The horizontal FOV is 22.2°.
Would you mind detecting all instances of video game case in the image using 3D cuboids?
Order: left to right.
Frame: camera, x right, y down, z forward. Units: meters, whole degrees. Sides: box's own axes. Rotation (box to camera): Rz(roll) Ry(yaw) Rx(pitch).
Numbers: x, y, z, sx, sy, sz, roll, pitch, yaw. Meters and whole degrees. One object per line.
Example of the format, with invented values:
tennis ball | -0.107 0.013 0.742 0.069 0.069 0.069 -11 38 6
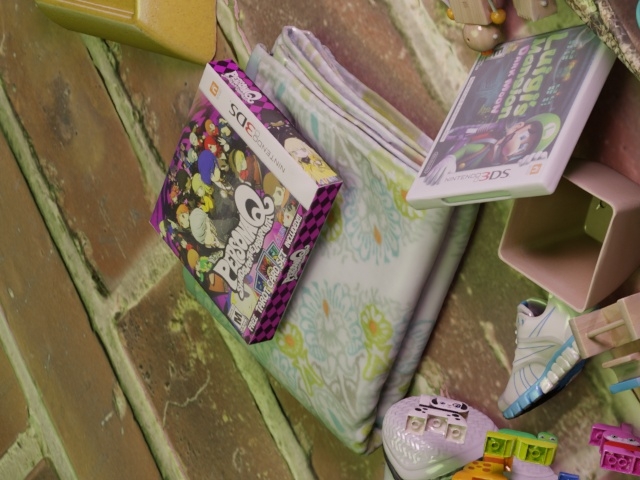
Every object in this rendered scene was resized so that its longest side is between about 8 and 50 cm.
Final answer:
video game case | -0.085 -0.040 1.751 0.210 0.042 0.232 50 133 29
video game case | 0.176 -0.113 1.474 0.173 0.190 0.022 -6 138 50

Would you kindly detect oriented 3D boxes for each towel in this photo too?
towel | 0.000 0.000 1.762 0.320 0.090 0.374 44 131 34

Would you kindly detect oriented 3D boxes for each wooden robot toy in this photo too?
wooden robot toy | 0.161 -0.213 1.531 0.173 0.076 0.079 15 127 47

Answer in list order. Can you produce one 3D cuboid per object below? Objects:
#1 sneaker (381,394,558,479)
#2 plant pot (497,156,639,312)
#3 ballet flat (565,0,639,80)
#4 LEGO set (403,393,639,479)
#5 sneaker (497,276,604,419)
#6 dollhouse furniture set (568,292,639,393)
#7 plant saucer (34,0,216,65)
sneaker | 0.178 0.327 1.613 0.366 0.137 0.210 40 129 42
plant pot | 0.241 -0.014 1.467 0.109 0.096 0.109 37 126 38
ballet flat | 0.283 -0.199 1.333 0.483 0.164 0.182 52 171 32
LEGO set | 0.189 0.201 1.535 0.227 0.093 0.087 11 110 4
sneaker | 0.210 0.098 1.540 0.083 0.071 0.190 51 141 16
dollhouse furniture set | 0.330 0.092 1.376 0.184 0.129 0.129 -30 78 60
plant saucer | -0.256 -0.392 1.961 0.333 0.081 0.332 19 115 45
